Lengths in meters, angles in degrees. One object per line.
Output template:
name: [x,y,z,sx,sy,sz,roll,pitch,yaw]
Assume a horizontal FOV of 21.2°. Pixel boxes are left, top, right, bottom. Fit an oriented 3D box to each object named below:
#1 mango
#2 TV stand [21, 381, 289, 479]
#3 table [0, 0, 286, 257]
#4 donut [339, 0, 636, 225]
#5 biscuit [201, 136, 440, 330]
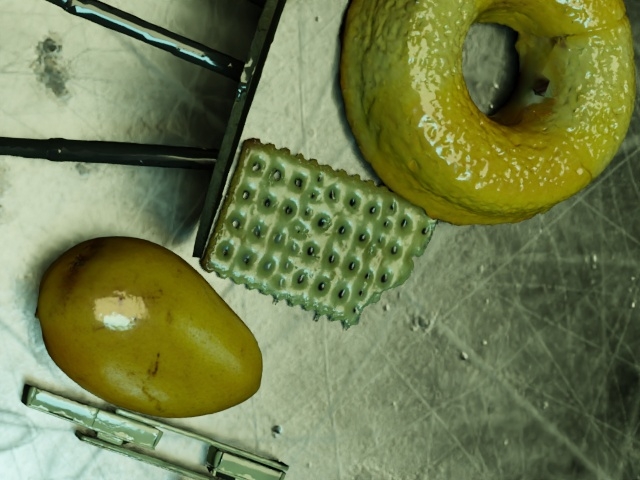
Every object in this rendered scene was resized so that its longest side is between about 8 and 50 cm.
mango: [-0.147,0.083,1.494,0.219,0.112,0.145,32,105,-20]
TV stand: [-0.150,0.181,1.540,0.249,0.036,0.042,21,88,-17]
table: [-0.167,-0.184,1.442,0.249,0.317,0.317,18,87,-3]
donut: [0.166,-0.163,1.578,0.303,0.110,0.302,0,91,-17]
biscuit: [0.000,0.000,1.588,0.203,0.016,0.144,22,85,-16]
